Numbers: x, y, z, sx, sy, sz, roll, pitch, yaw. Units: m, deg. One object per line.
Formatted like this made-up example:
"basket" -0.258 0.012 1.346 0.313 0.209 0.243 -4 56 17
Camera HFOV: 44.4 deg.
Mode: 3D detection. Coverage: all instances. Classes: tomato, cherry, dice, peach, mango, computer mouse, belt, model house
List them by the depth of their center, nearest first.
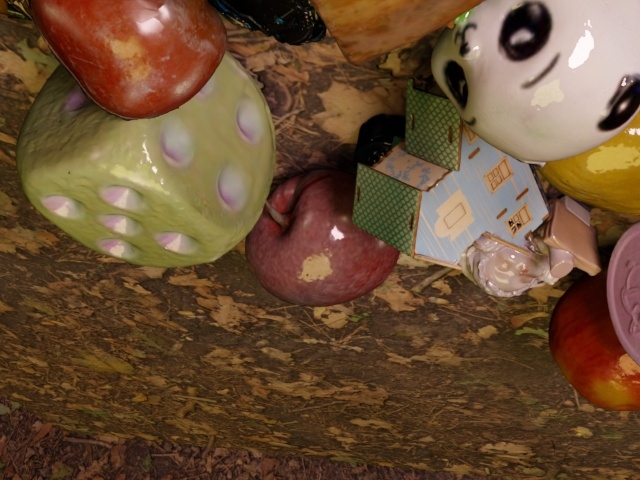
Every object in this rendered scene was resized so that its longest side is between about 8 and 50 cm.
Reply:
"tomato" -0.195 -0.246 0.825 0.214 0.180 0.155 44 158 -13
"computer mouse" -0.077 -0.307 0.846 0.242 0.077 0.146 41 149 -24
"mango" 0.425 -0.112 0.953 0.332 0.142 0.195 1 155 4
"model house" 0.143 -0.068 0.993 0.178 0.206 0.271 32 161 49
"dice" -0.228 -0.124 1.051 0.254 0.252 0.250 -6 146 32
"belt" 0.101 -0.119 1.132 0.105 0.058 0.140 4 151 20
"cherry" 0.000 0.000 1.225 0.236 0.212 0.285 -1 159 38
"peach" 0.508 0.142 1.263 0.281 0.238 0.281 -26 155 -13

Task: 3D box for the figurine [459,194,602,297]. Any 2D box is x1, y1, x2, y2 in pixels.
"figurine" 0.314 0.026 1.221 0.162 0.141 0.237 32 146 -24

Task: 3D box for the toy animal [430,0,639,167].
"toy animal" 0.202 -0.210 0.731 0.213 0.266 0.212 14 153 7

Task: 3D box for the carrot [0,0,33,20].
"carrot" -0.306 -0.301 0.967 0.229 0.069 0.069 6 150 10

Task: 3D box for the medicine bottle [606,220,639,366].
"medicine bottle" 0.577 0.066 1.035 0.326 0.212 0.212 -3 154 -14

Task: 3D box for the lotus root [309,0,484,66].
"lotus root" 0.051 -0.316 0.582 0.250 0.316 0.316 -17 141 25
